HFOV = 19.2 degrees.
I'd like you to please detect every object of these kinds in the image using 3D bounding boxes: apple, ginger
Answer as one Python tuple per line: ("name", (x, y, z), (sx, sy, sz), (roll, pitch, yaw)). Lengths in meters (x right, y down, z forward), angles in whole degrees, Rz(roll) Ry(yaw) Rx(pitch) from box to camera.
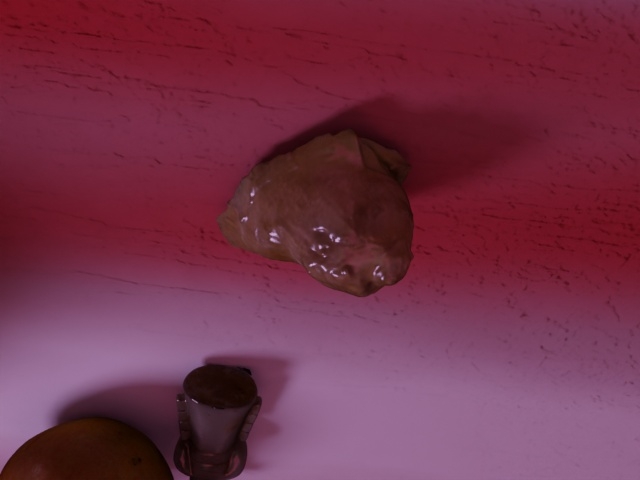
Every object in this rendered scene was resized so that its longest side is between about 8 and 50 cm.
("apple", (-0.235, 0.265, 1.938), (0.182, 0.155, 0.182), (18, 140, 16))
("ginger", (-0.003, -0.001, 1.616), (0.115, 0.122, 0.193), (12, 152, -44))

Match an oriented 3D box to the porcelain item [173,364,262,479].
("porcelain item", (-0.109, 0.207, 1.934), (0.084, 0.054, 0.213), (8, 141, -2))
